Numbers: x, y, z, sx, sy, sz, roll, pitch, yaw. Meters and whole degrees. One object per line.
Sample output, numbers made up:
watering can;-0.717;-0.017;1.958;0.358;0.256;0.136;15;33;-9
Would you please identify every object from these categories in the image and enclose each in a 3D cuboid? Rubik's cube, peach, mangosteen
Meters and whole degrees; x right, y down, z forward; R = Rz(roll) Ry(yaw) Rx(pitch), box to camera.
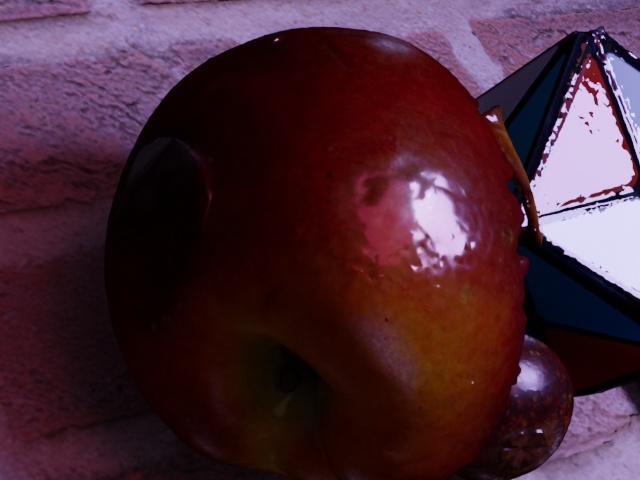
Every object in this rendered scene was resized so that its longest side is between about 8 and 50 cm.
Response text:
Rubik's cube;0.254;-0.018;1.581;0.248;0.246;0.250;31;63;-15
peach;-0.013;0.007;1.298;0.310;0.335;0.406;18;53;-32
mangosteen;0.143;0.142;1.494;0.145;0.156;0.181;-34;51;-26
